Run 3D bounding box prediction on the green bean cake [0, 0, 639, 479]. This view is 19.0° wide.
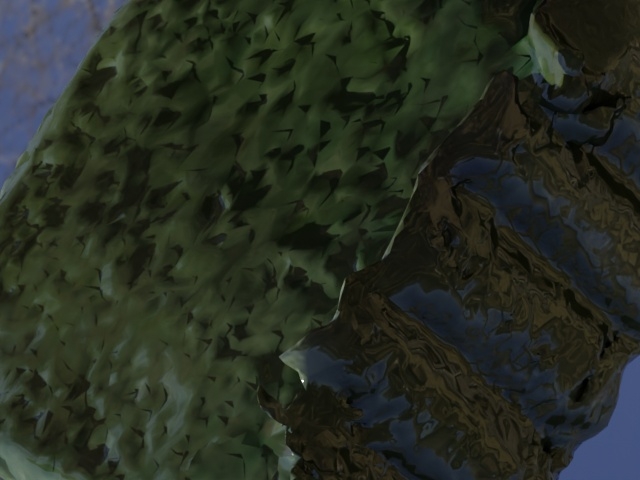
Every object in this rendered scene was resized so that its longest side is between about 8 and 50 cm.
[{"bbox_3d":[0.000,0.000,0.599,0.125,0.227,0.222,33,170,-39],"label":"green bean cake"}]

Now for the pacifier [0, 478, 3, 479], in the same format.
[{"bbox_3d":[-0.218,0.297,1.534,0.273,0.220,0.332,53,-174,22],"label":"pacifier"}]
